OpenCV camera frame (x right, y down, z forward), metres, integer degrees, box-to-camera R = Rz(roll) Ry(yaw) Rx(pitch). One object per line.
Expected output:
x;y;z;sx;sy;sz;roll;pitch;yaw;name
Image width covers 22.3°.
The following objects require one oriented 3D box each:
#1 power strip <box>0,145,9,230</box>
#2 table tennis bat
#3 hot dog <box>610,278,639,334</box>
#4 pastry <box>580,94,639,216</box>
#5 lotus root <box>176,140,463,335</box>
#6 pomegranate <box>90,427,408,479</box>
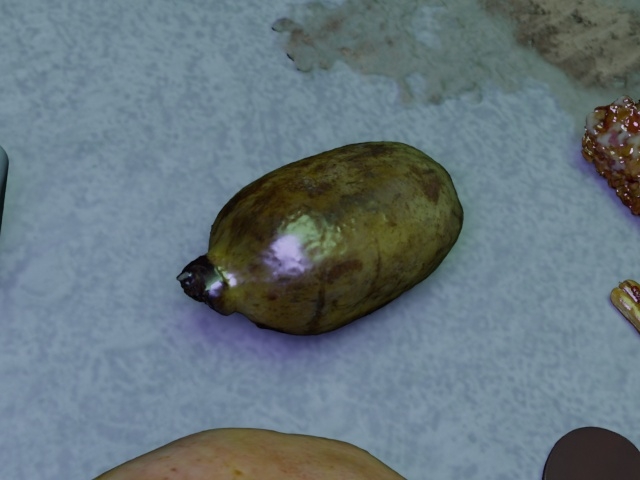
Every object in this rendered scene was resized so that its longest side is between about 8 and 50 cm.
-0.350;-0.037;1.171;0.229;0.261;0.141;13;57;-7;power strip
0.220;0.221;1.317;0.095;0.014;0.158;24;55;-2;table tennis bat
0.289;0.068;1.420;0.037;0.021;0.083;-35;72;-28;hot dog
0.309;-0.059;1.468;0.169;0.087;0.063;50;27;16;pastry
0.000;0.000;1.322;0.260;0.128;0.145;-20;53;-30;lotus root
-0.035;0.268;1.033;0.338;0.338;0.338;7;59;-11;pomegranate
